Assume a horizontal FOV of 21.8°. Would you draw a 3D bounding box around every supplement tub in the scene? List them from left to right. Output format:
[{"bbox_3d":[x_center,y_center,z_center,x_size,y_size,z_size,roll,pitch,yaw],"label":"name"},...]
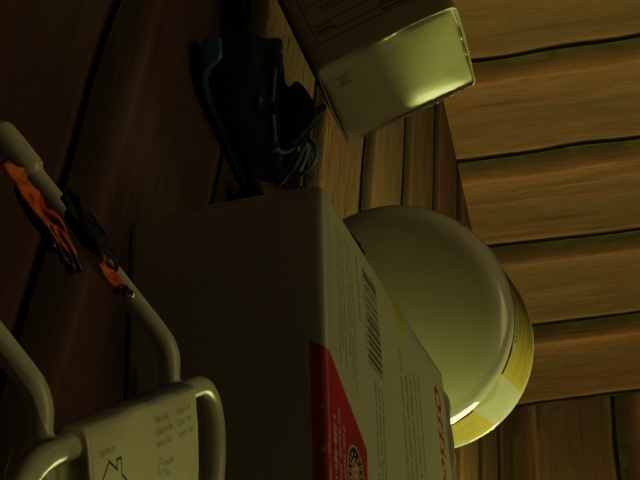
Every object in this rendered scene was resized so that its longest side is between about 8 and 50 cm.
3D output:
[{"bbox_3d":[0.105,0.105,1.807,0.331,0.241,0.241,42,42,-74],"label":"supplement tub"}]

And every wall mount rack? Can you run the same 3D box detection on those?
[{"bbox_3d":[-0.146,0.088,0.833,0.350,0.130,0.304,-10,100,-79],"label":"wall mount rack"}]

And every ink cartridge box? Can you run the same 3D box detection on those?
[{"bbox_3d":[-0.008,0.175,1.329,0.384,0.160,0.279,55,28,-57],"label":"ink cartridge box"}]

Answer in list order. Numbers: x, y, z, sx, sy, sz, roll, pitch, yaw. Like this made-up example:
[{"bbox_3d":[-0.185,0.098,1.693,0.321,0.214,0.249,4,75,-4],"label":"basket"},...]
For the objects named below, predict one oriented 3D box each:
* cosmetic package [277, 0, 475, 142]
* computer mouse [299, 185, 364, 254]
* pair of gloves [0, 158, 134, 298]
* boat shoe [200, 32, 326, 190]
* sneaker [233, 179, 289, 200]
[{"bbox_3d":[0.028,-0.265,1.683,0.129,0.153,0.296,64,3,-54],"label":"cosmetic package"},{"bbox_3d":[0.000,0.000,1.650,0.242,0.041,0.071,-122,-128,-66],"label":"computer mouse"},{"bbox_3d":[-0.131,-0.006,0.875,0.074,0.010,0.083,56,11,26],"label":"pair of gloves"},{"bbox_3d":[-0.044,-0.108,1.589,0.258,0.089,0.109,59,25,-68],"label":"boat shoe"},{"bbox_3d":[-0.032,0.034,1.557,0.071,0.066,0.188,9,69,-46],"label":"sneaker"}]
